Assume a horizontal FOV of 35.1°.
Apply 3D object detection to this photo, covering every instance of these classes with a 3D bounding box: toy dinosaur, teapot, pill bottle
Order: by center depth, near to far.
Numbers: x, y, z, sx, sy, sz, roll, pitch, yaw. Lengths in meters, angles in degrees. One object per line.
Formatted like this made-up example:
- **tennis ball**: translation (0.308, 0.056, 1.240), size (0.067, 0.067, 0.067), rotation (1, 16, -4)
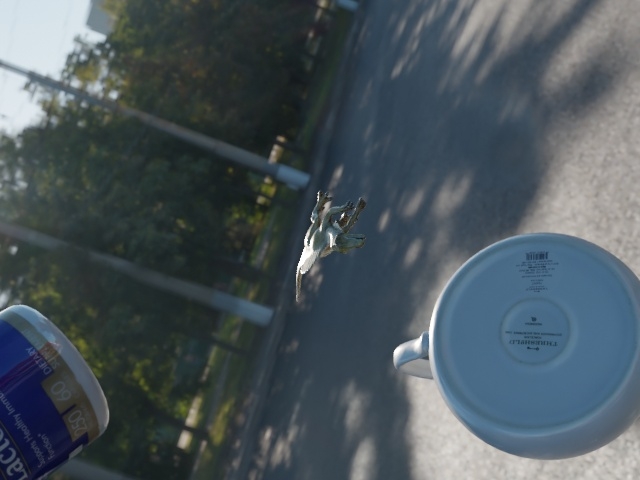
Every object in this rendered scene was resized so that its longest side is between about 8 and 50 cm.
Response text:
- **pill bottle**: translation (-0.336, 0.188, 0.906), size (0.264, 0.153, 0.153), rotation (-38, -12, -30)
- **toy dinosaur**: translation (0.000, 0.000, 1.059), size (0.093, 0.053, 0.183), rotation (-63, 10, -25)
- **teapot**: translation (0.241, 0.125, 1.087), size (0.252, 0.256, 0.187), rotation (-44, -30, 0)
